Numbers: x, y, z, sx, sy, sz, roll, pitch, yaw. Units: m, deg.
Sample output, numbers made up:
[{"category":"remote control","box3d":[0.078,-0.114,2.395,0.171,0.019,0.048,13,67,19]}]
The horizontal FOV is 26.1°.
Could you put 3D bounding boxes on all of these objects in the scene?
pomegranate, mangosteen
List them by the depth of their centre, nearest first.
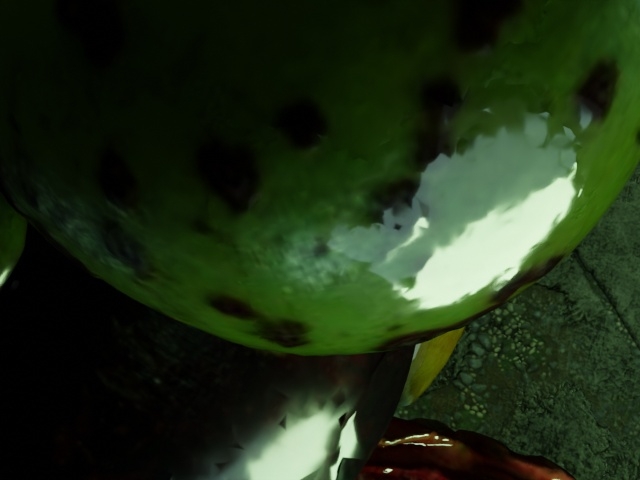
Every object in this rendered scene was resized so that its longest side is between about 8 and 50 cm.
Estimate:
[{"category":"pomegranate","box3d":[-0.004,-0.086,0.415,0.242,0.242,0.306,-32,172,-9]},{"category":"mangosteen","box3d":[-0.099,0.034,0.714,0.311,0.311,0.311,-32,177,-2]}]

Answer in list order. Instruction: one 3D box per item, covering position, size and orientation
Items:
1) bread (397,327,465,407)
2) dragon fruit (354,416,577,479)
[{"category":"bread","box3d":[0.003,0.004,1.176,0.239,0.264,0.395,-10,-176,14]},{"category":"dragon fruit","box3d":[-0.003,0.158,0.990,0.228,0.286,0.329,-49,-164,0]}]
